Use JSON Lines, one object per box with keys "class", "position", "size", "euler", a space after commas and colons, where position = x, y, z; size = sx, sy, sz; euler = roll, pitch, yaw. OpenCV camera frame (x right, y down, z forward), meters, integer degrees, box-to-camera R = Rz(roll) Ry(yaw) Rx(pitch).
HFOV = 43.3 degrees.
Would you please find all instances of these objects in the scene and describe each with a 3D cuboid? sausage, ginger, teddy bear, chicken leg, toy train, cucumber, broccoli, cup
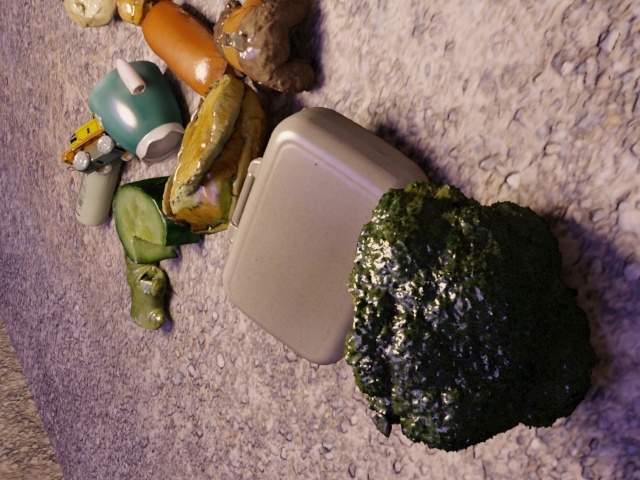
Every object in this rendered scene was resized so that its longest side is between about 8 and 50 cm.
{"class": "sausage", "position": [-0.247, -0.361, 1.504], "size": [0.274, 0.105, 0.105], "euler": [45, 134, 36]}
{"class": "ginger", "position": [-0.406, 0.067, 1.870], "size": [0.137, 0.089, 0.290], "euler": [-176, 81, -72]}
{"class": "teddy bear", "position": [-0.105, -0.323, 1.304], "size": [0.190, 0.140, 0.177], "euler": [26, 124, 57]}
{"class": "chicken leg", "position": [-0.371, -0.492, 1.652], "size": [0.207, 0.101, 0.085], "euler": [-124, 40, -58]}
{"class": "toy train", "position": [-0.502, -0.229, 1.842], "size": [0.219, 0.089, 0.127], "euler": [-27, 70, 23]}
{"class": "cucumber", "position": [-0.341, -0.052, 1.716], "size": [0.191, 0.130, 0.191], "euler": [20, 119, 42]}
{"class": "broccoli", "position": [0.169, 0.089, 0.967], "size": [0.283, 0.303, 0.321], "euler": [130, 147, -75]}
{"class": "cup", "position": [-0.358, -0.250, 1.645], "size": [0.173, 0.167, 0.300], "euler": [53, 165, 15]}

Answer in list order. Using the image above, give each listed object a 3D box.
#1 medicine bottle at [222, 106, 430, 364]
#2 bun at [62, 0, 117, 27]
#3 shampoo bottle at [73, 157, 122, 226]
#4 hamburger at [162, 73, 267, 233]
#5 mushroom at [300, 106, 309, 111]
{"class": "medicine bottle", "position": [0.000, 0.000, 1.212], "size": [0.282, 0.123, 0.375], "euler": [34, 129, 13]}
{"class": "bun", "position": [-0.507, -0.571, 1.750], "size": [0.237, 0.116, 0.210], "euler": [-159, 71, -64]}
{"class": "shampoo bottle", "position": [-0.544, -0.149, 1.984], "size": [0.085, 0.085, 0.262], "euler": [56, 139, 26]}
{"class": "hamburger", "position": [-0.170, -0.138, 1.376], "size": [0.266, 0.134, 0.285], "euler": [-67, 19, -5]}
{"class": "mushroom", "position": [-0.058, -0.096, 1.329], "size": [0.099, 0.096, 0.278], "euler": [-85, 13, -55]}
